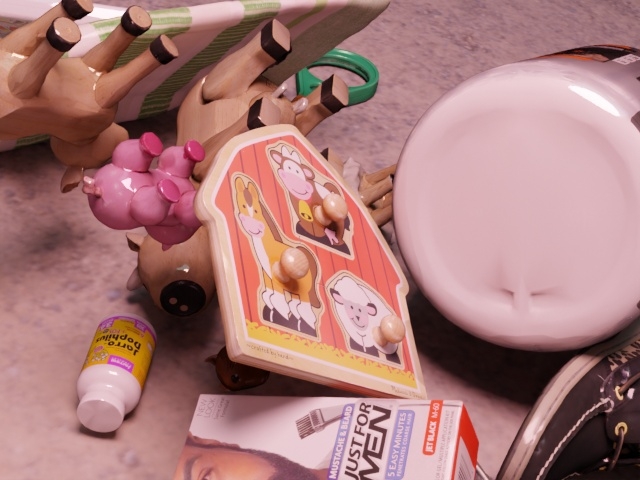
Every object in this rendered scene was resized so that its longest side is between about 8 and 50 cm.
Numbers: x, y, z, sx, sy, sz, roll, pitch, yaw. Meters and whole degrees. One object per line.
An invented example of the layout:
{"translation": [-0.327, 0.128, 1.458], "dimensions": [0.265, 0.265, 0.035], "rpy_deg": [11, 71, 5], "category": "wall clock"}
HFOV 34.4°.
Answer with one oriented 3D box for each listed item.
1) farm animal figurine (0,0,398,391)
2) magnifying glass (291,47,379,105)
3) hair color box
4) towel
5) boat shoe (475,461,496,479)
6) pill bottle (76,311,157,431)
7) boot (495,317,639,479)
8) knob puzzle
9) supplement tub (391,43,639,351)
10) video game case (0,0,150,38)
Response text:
{"translation": [-0.093, -0.043, 0.765], "dimensions": [0.330, 0.172, 0.326], "rpy_deg": [49, 32, -15], "category": "farm animal figurine"}
{"translation": [-0.005, -0.152, 1.097], "dimensions": [0.092, 0.026, 0.231], "rpy_deg": [22, 35, 12], "category": "magnifying glass"}
{"translation": [0.001, 0.141, 0.599], "dimensions": [0.167, 0.053, 0.093], "rpy_deg": [-3, 49, 22], "category": "hair color box"}
{"translation": [-0.129, -0.148, 0.905], "dimensions": [0.325, 0.248, 0.038], "rpy_deg": [-15, 85, -34], "category": "towel"}
{"translation": [0.108, 0.181, 0.628], "dimensions": [0.079, 0.084, 0.233], "rpy_deg": [-20, 44, -37], "category": "boat shoe"}
{"translation": [-0.140, 0.090, 0.703], "dimensions": [0.043, 0.043, 0.083], "rpy_deg": [11, 36, -3], "category": "pill bottle"}
{"translation": [0.246, 0.148, 0.720], "dimensions": [0.179, 0.085, 0.236], "rpy_deg": [37, 43, 24], "category": "boot"}
{"translation": [0.000, 0.000, 0.658], "dimensions": [0.213, 0.030, 0.213], "rpy_deg": [34, 38, -32], "category": "knob puzzle"}
{"translation": [0.209, -0.051, 0.839], "dimensions": [0.207, 0.207, 0.338], "rpy_deg": [28, 23, 19], "category": "supplement tub"}
{"translation": [-0.267, -0.179, 0.932], "dimensions": [0.227, 0.026, 0.206], "rpy_deg": [6, -7, -11], "category": "video game case"}
